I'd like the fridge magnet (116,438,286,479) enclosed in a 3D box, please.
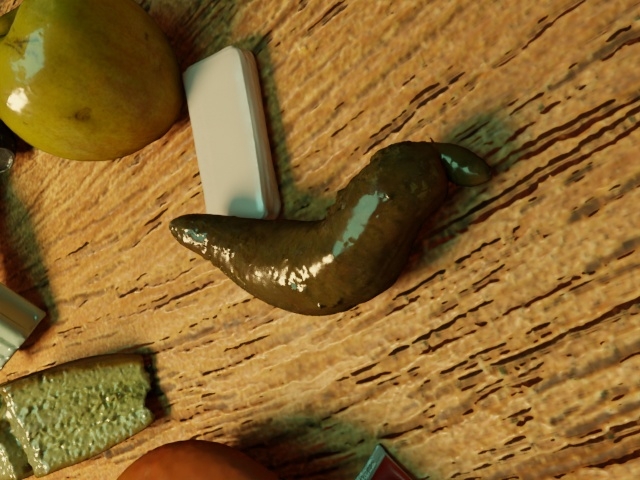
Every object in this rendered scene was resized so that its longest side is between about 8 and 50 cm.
[{"bbox_3d":[-0.087,0.367,0.657,0.364,0.155,0.363,3,95,37],"label":"fridge magnet"}]

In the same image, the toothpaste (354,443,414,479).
[{"bbox_3d":[0.133,0.293,0.552,0.301,0.048,0.075,36,119,33],"label":"toothpaste"}]

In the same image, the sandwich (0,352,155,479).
[{"bbox_3d":[-0.315,0.209,0.843,0.236,0.128,0.122,-23,87,37],"label":"sandwich"}]

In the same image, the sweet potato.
[{"bbox_3d":[0.002,0.003,0.598,0.310,0.098,0.124,-16,84,34],"label":"sweet potato"}]

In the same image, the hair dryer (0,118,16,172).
[{"bbox_3d":[-0.439,-0.220,0.958,0.219,0.075,0.195,-53,53,16],"label":"hair dryer"}]

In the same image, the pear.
[{"bbox_3d":[-0.247,-0.175,0.726,0.200,0.200,0.199,3,95,38],"label":"pear"}]

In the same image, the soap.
[{"bbox_3d":[-0.492,0.089,0.937,0.198,0.066,0.119,38,122,-16],"label":"soap"}]

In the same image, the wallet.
[{"bbox_3d":[-0.091,-0.097,0.703,0.095,0.033,0.189,-16,83,39],"label":"wallet"}]
